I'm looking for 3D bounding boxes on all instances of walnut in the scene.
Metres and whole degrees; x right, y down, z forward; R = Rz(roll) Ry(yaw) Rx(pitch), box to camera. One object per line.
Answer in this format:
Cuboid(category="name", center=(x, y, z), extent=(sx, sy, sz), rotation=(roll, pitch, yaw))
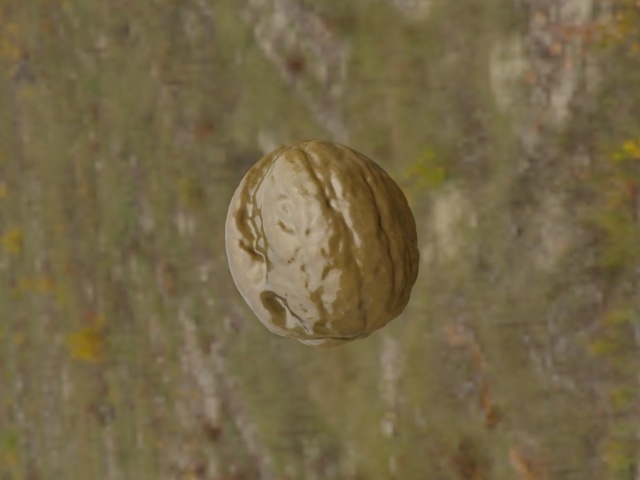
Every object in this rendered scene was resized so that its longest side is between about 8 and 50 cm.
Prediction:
Cuboid(category="walnut", center=(0.000, 0.000, 1.942), extent=(0.224, 0.257, 0.257), rotation=(132, 133, -68))
